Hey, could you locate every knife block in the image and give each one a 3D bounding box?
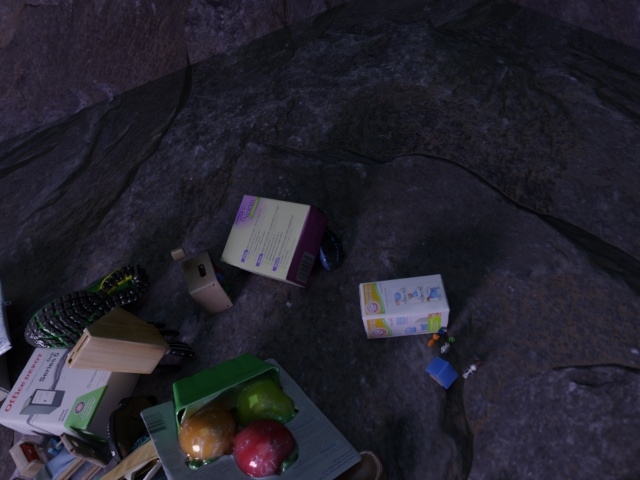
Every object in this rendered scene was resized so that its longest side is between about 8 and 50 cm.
[{"bbox_3d":[-0.437,0.270,1.038,0.242,0.276,0.088,33,91,-9],"label":"knife block"}]

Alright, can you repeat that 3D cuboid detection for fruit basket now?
[{"bbox_3d":[-0.151,0.406,0.871,0.327,0.165,0.353,-16,37,-33],"label":"fruit basket"}]

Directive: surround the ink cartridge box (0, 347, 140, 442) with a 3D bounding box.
[{"bbox_3d":[-0.637,0.389,1.089,0.273,0.114,0.198,-2,49,14],"label":"ink cartridge box"}]

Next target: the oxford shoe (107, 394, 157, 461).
[{"bbox_3d":[-0.425,0.415,0.978,0.096,0.082,0.227,-14,12,-9],"label":"oxford shoe"}]

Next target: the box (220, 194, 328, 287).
[{"bbox_3d":[-0.132,-0.001,1.226,0.243,0.117,0.213,12,79,31],"label":"box"}]

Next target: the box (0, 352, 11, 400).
[{"bbox_3d":[-0.989,0.357,1.225,0.113,0.094,0.275,-36,51,-15],"label":"box"}]

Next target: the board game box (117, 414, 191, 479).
[{"bbox_3d":[-0.378,0.495,0.989,0.186,0.026,0.126,-26,48,-8],"label":"board game box"}]

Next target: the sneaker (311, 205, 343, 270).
[{"bbox_3d":[0.000,0.000,1.289,0.083,0.087,0.221,-2,55,-31],"label":"sneaker"}]

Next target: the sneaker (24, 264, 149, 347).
[{"bbox_3d":[-0.666,0.196,1.226,0.146,0.134,0.344,-20,10,42],"label":"sneaker"}]

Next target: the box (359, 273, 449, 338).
[{"bbox_3d":[0.205,0.167,1.058,0.203,0.114,0.103,-7,50,7],"label":"box"}]

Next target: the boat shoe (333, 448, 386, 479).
[{"bbox_3d":[-0.010,0.518,0.810,0.325,0.116,0.123,-34,50,-15],"label":"boat shoe"}]

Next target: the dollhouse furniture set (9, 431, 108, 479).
[{"bbox_3d":[-0.626,0.496,0.985,0.184,0.128,0.129,28,62,33],"label":"dollhouse furniture set"}]

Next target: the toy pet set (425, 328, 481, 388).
[{"bbox_3d":[0.291,0.269,0.969,0.114,0.065,0.122,-43,62,-15],"label":"toy pet set"}]

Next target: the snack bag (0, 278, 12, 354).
[{"bbox_3d":[-1.059,0.277,1.226,0.323,0.037,0.342,-34,50,-12],"label":"snack bag"}]

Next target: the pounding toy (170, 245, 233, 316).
[{"bbox_3d":[-0.339,0.082,1.215,0.094,0.206,0.181,-25,48,-7],"label":"pounding toy"}]

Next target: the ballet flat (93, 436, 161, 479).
[{"bbox_3d":[-0.426,0.516,0.917,0.232,0.080,0.073,-37,62,-16],"label":"ballet flat"}]
